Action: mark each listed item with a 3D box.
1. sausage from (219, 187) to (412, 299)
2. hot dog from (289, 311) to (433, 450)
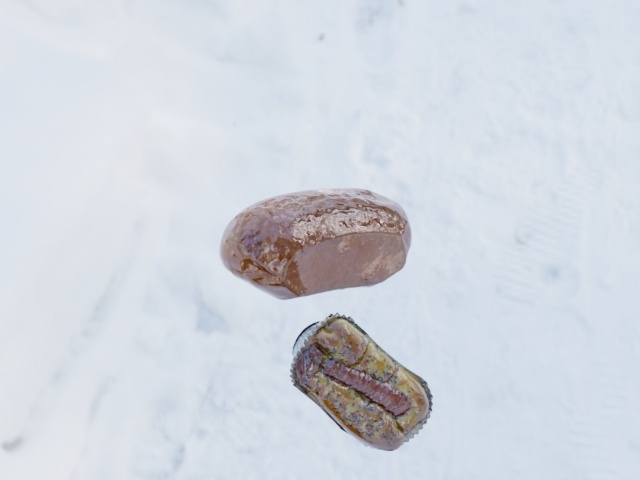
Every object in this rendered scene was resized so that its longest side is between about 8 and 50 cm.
[{"bbox_3d":[-0.001,-0.001,1.323,0.258,0.133,0.133,-8,40,-33],"label":"sausage"},{"bbox_3d":[0.045,0.167,1.255,0.108,0.191,0.059,-48,20,0],"label":"hot dog"}]
